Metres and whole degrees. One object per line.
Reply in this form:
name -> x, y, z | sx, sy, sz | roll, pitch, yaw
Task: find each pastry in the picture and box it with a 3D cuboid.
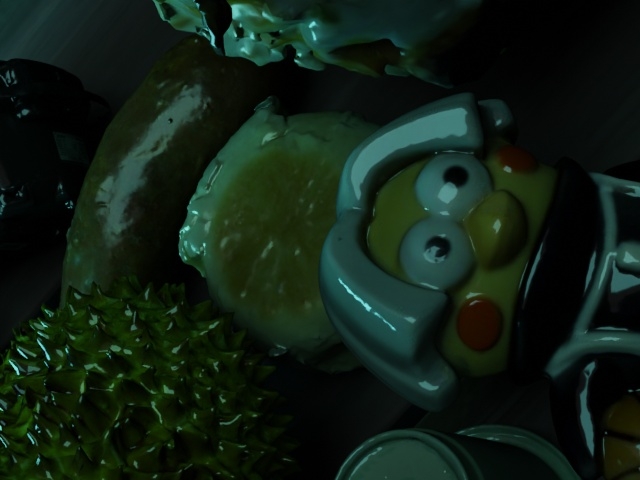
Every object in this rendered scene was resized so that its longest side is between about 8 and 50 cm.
pastry -> 0.000, 0.000, 0.795 | 0.166, 0.088, 0.166 | -8, 73, 27

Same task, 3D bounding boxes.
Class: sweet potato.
sweet potato -> -0.113, -0.012, 0.862 | 0.097, 0.097, 0.292 | 30, 95, 33

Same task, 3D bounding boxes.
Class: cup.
cup -> 0.067, 0.147, 0.687 | 0.120, 0.141, 0.120 | -10, 71, 30

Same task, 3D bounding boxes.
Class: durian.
durian -> -0.131, 0.168, 0.733 | 0.291, 0.225, 0.291 | -178, 90, -72

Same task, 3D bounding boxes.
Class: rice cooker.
rice cooker -> -0.236, -0.044, 0.916 | 0.203, 0.142, 0.118 | -28, 77, 23

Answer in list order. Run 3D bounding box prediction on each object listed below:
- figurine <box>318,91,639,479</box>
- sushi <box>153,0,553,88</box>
figurine -> 0.116, 0.027, 0.653 | 0.236, 0.133, 0.176 | 14, 71, 9
sushi -> 0.019, -0.274, 0.660 | 0.417, 0.417, 0.176 | -61, 24, 3
